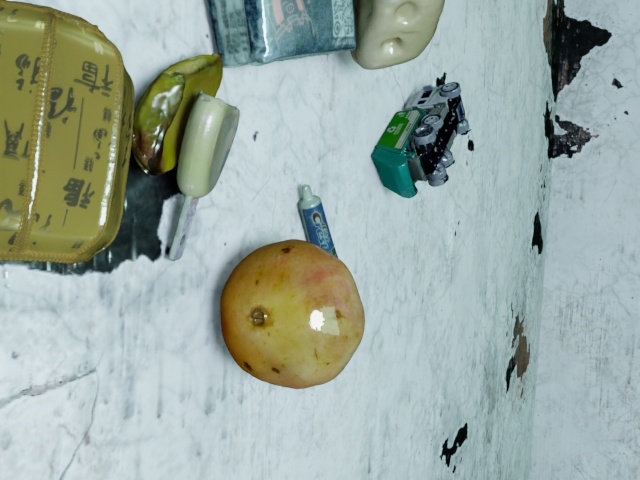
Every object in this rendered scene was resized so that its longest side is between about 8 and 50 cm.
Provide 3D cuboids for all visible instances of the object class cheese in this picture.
[{"bbox_3d":[-0.139,-0.068,0.619,0.097,0.038,0.192,-45,154,-79],"label":"cheese"},{"bbox_3d":[0.093,-0.369,0.803,0.117,0.235,0.217,-13,91,-11],"label":"cheese"}]

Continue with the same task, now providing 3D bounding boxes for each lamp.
[{"bbox_3d":[-0.227,-0.075,0.421,0.161,0.161,0.184,4,90,-56],"label":"lamp"}]

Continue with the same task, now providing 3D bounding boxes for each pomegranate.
[{"bbox_3d":[-0.032,0.091,0.700,0.191,0.191,0.191,-11,103,-55],"label":"pomegranate"}]

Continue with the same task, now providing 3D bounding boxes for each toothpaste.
[{"bbox_3d":[0.000,0.000,0.863,0.057,0.035,0.197,-35,125,-30],"label":"toothpaste"}]

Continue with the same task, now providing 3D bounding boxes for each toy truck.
[{"bbox_3d":[0.193,-0.193,1.039,0.253,0.124,0.114,-60,139,-34],"label":"toy truck"}]

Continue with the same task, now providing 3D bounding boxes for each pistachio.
[{"bbox_3d":[-0.161,-0.147,0.592,0.089,0.049,0.172,100,10,-59],"label":"pistachio"}]

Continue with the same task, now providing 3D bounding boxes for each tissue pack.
[{"bbox_3d":[-0.050,-0.387,0.679,0.228,0.103,0.315,-33,121,-52],"label":"tissue pack"}]
